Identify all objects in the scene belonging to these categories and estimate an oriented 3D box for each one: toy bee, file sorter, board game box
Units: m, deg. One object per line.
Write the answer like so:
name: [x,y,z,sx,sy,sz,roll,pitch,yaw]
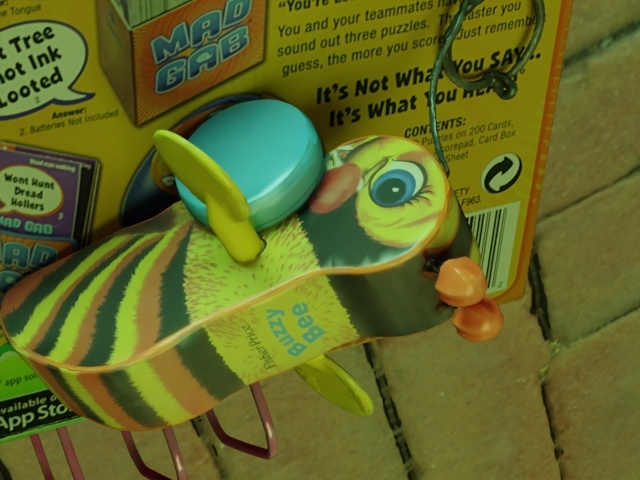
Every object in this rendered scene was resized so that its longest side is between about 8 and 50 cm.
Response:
toy bee: [0.000,0.000,0.720,0.298,0.162,0.195,-49,132,12]
file sorter: [-0.201,0.115,1.120,0.291,0.202,0.182,-19,92,-17]
board game box: [-0.102,-0.163,0.890,0.357,0.356,0.356,-14,131,-22]
